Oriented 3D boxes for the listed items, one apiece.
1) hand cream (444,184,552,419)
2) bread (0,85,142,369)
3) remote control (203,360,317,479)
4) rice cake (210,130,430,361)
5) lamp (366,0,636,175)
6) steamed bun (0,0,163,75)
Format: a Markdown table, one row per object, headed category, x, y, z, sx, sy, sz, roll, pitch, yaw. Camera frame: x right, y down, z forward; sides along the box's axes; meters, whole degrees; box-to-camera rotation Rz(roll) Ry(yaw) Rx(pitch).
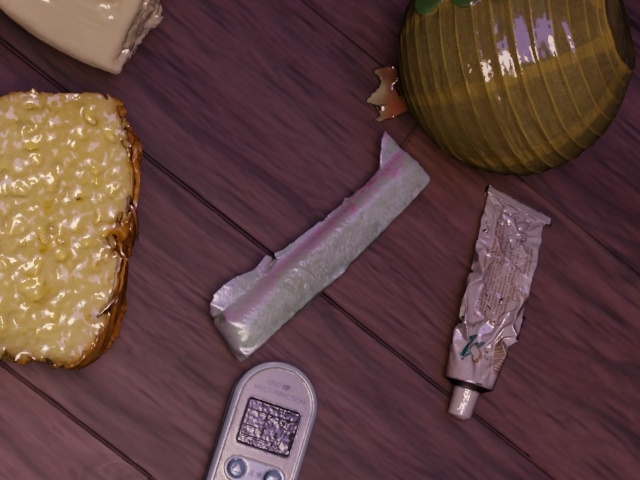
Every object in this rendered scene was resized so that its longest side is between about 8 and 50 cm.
| category | x | y | z | sx | sy | sz | roll | pitch | yaw |
| --- | --- | --- | --- | --- | --- | --- | --- | --- | --- |
| hand cream | 0.179 | 0.065 | 1.184 | 0.084 | 0.050 | 0.256 | 23 | 70 | -6 |
| bread | -0.245 | 0.000 | 1.036 | 0.160 | 0.147 | 0.260 | 0 | 74 | -6 |
| remote control | -0.069 | 0.235 | 1.078 | 0.087 | 0.047 | 0.244 | 20 | 74 | -7 |
| rice cake | 0.001 | 0.003 | 1.146 | 0.290 | 0.051 | 0.081 | -44 | 101 | -21 |
| lamp | 0.177 | -0.180 | 1.156 | 0.250 | 0.284 | 0.250 | 33 | 49 | -50 |
| steamed bun | -0.212 | -0.307 | 1.074 | 0.200 | 0.225 | 0.170 | 29 | 30 | -19 |
